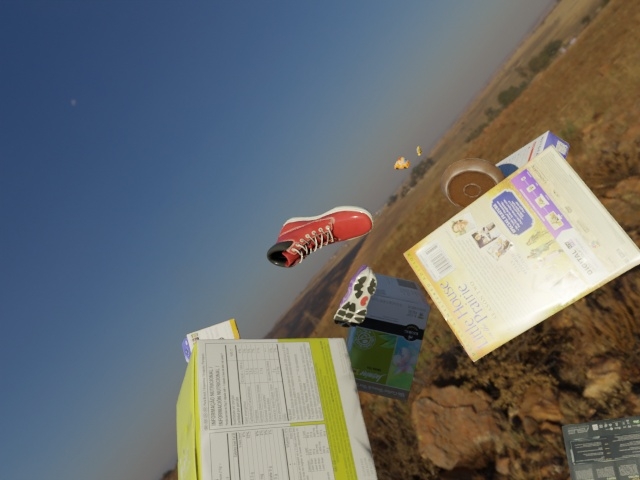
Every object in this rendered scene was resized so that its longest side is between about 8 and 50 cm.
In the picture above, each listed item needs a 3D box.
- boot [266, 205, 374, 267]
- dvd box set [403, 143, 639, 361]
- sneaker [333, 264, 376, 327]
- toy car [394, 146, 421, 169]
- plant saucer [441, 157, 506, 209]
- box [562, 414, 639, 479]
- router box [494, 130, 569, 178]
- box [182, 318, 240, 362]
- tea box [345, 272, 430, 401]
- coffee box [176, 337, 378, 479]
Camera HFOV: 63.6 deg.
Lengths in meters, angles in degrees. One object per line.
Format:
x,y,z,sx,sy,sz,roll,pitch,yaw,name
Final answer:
0.000,0.000,1.212,0.244,0.089,0.176,-10,26,23,boot
0.437,0.036,1.168,0.420,0.308,0.062,-40,-21,23,dvd box set
0.086,0.135,1.228,0.071,0.068,0.170,-92,26,-64,sneaker
0.325,-0.316,1.940,0.060,0.041,0.122,16,54,43,toy car
0.399,-0.137,1.352,0.168,0.168,0.029,-53,8,47,plant saucer
0.553,0.399,0.883,0.232,0.059,0.184,-24,37,31,box
0.574,-0.119,1.555,0.336,0.082,0.301,-64,10,-22,router box
-0.261,0.250,1.247,0.136,0.081,0.028,-18,-20,-4,box
0.210,0.307,1.735,0.329,0.219,0.324,-65,-14,-81,tea box
-0.118,0.432,1.086,0.338,0.333,0.339,116,149,-46,coffee box
